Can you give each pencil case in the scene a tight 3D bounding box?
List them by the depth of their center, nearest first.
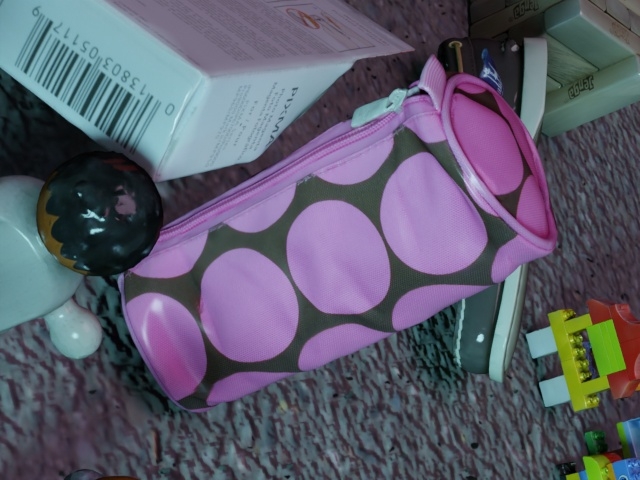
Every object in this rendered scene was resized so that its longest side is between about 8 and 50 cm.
[{"bbox_3d":[0.000,0.000,0.835,0.098,0.209,0.095,42,33,-31],"label":"pencil case"}]

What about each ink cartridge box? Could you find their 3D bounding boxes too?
[{"bbox_3d":[-0.081,-0.109,0.853,0.189,0.066,0.232,36,16,15],"label":"ink cartridge box"}]

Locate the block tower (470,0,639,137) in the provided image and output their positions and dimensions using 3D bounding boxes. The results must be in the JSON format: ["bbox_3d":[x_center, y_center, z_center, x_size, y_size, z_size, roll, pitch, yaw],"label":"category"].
[{"bbox_3d":[0.156,-0.246,1.280,0.097,0.091,0.336,25,52,-43],"label":"block tower"}]

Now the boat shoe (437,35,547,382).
[{"bbox_3d":[0.091,-0.022,1.096,0.081,0.068,0.228,89,9,-58],"label":"boat shoe"}]

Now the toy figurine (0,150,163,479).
[{"bbox_3d":[-0.148,0.044,0.668,0.209,0.148,0.213,22,55,-46],"label":"toy figurine"}]

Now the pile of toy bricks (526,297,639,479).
[{"bbox_3d":[0.217,0.135,1.140,0.118,0.105,0.212,-1,73,-53],"label":"pile of toy bricks"}]
